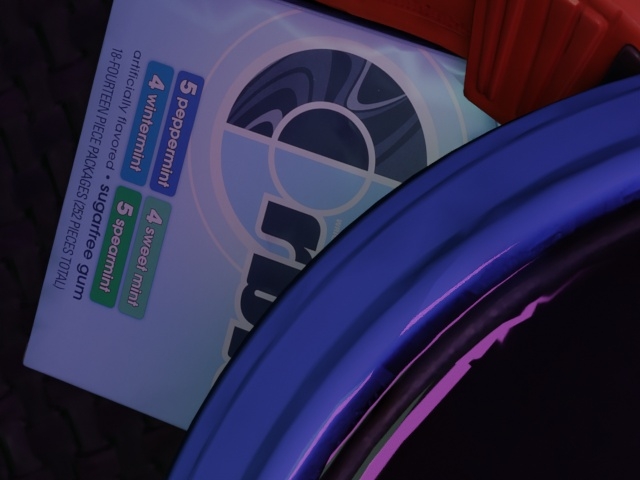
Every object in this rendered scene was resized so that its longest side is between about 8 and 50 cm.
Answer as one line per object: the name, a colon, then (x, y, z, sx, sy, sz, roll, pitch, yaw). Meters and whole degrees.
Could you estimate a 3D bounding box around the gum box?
gum box: (0.000, 0.000, 0.669, 0.184, 0.041, 0.157, 20, 103, 19)

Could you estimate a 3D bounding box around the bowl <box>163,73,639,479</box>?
bowl: (0.139, 0.144, 0.514, 0.391, 0.077, 0.391, -1, 96, -8)

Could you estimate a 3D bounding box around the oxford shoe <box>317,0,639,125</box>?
oxford shoe: (0.041, -0.124, 0.623, 0.271, 0.098, 0.097, 42, 150, 19)
